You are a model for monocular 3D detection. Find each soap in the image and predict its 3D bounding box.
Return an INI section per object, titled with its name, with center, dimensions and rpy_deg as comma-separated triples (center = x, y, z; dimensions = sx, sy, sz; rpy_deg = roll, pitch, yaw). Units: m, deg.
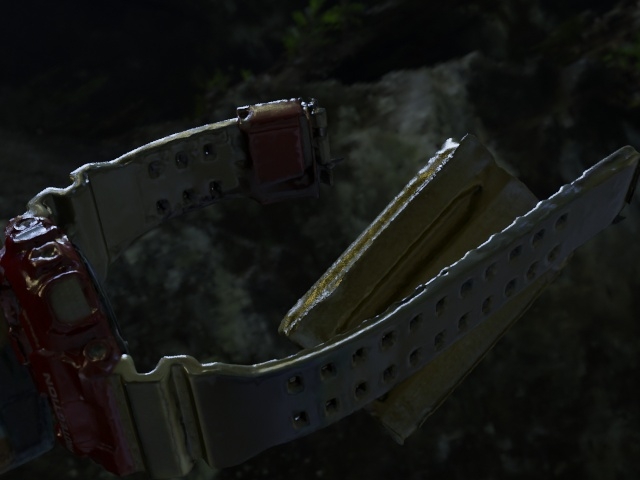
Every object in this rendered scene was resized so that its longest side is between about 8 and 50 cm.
[soap]
center = 0.122, 0.052, 1.598
dimensions = 0.199, 0.091, 0.315
rpy_deg = 42, -95, -15

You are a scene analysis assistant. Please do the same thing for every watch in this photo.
[watch]
center = -0.009, 0.000, 0.611
dimensions = 0.268, 0.165, 0.102
rpy_deg = -29, -43, -23

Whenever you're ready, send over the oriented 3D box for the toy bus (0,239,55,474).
[toy bus]
center = -0.300, 0.078, 0.661
dimensions = 0.323, 0.162, 0.194
rpy_deg = -20, -89, -49
